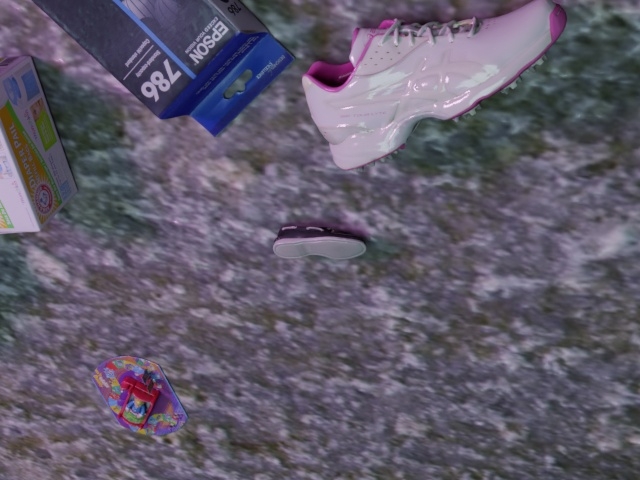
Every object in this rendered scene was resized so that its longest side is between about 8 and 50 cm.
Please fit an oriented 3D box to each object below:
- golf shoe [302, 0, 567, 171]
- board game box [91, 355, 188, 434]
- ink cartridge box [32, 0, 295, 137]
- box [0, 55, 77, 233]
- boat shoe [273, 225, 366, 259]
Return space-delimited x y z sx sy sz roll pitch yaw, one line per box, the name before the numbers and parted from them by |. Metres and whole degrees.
golf shoe | 0.112 -0.193 0.921 0.306 0.115 0.140 -27 108 26
board game box | -0.298 0.262 1.358 0.133 0.033 0.169 -12 117 21
ink cartridge box | -0.204 -0.268 0.981 0.332 0.065 0.165 41 122 -14
box | -0.414 -0.121 1.096 0.103 0.114 0.203 -1 122 16
boat shoe | 0.000 0.000 1.113 0.125 0.038 0.046 -3 140 18
